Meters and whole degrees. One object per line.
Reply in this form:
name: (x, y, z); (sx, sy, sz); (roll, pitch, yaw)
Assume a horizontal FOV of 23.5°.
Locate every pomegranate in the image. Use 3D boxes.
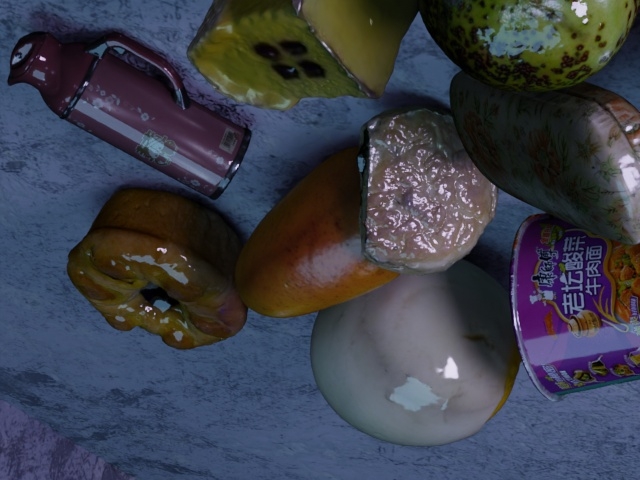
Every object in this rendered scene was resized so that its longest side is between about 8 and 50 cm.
pomegranate: (0.210, -0.281, 1.493); (0.222, 0.276, 0.204); (16, -170, 33)

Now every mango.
mango: (0.000, 0.000, 2.105); (0.199, 0.201, 0.350); (7, 150, -46)

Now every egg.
egg: (0.127, 0.159, 2.227); (0.283, 0.283, 0.345); (34, 152, -25)

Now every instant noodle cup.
instant noodle cup: (0.377, 0.076, 1.969); (0.190, 0.251, 0.251); (-9, 142, 30)

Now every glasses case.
glasses case: (0.249, -0.103, 1.652); (0.156, 0.098, 0.425); (65, 171, -18)

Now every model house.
model house: (-0.032, -0.261, 1.665); (0.234, 0.193, 0.175); (1, 148, 38)

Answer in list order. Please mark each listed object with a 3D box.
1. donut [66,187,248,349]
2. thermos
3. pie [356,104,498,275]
donut: (-0.244, 0.051, 2.425); (0.299, 0.150, 0.317); (27, 152, -13)
thermos: (-0.255, -0.182, 2.047); (0.330, 0.109, 0.136); (28, 152, -14)
pie: (0.134, -0.061, 1.931); (0.185, 0.218, 0.052); (2, -171, -5)
